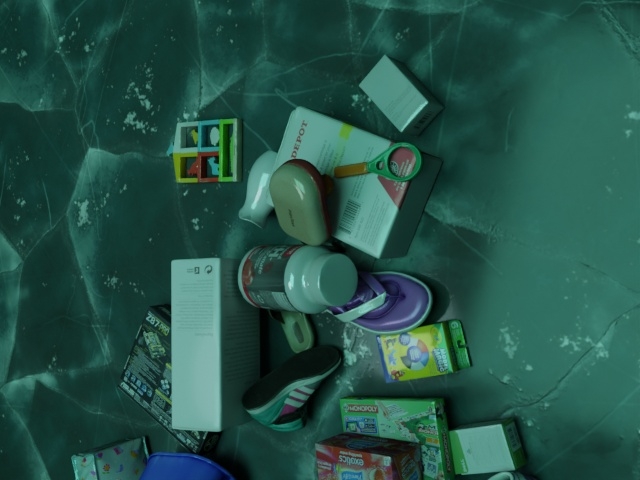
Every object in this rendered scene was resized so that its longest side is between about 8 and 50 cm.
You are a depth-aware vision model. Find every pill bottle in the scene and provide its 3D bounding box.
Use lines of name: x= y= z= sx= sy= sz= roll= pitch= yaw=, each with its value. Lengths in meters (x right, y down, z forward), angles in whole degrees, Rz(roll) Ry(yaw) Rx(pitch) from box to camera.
pill bottle: x=-0.058 y=0.098 z=1.806 sx=0.318 sy=0.176 sz=0.176 roll=-1 pitch=91 yaw=49

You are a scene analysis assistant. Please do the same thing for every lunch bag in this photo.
lunch bag: x=-0.668 y=0.800 z=2.288 sx=0.160 sy=0.223 sz=0.262 roll=-16 pitch=84 yaw=38

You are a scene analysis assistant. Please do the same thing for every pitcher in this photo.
pitcher: x=-0.159 y=-0.149 z=2.002 sx=0.125 sy=0.178 sz=0.207 roll=25 pitch=92 yaw=-15

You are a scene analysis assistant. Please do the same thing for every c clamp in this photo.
c clamp: x=0.000 y=0.000 z=1.896 sx=0.160 sy=0.137 sz=0.022 roll=5 pitch=71 yaw=38

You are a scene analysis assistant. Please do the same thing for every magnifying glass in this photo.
magnifying glass: x=0.137 y=-0.178 z=1.675 sx=0.231 sy=0.026 sz=0.092 roll=-6 pitch=87 yaw=29

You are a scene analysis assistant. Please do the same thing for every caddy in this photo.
caddy: x=-0.400 y=0.749 z=2.120 sx=0.341 sy=0.179 sz=0.241 roll=-8 pitch=124 yaw=32

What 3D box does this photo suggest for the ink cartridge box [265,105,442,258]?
ink cartridge box: x=0.078 y=-0.156 z=1.818 sx=0.384 sy=0.160 sz=0.279 roll=27 pitch=105 yaw=28

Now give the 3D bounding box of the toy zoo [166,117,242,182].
toy zoo: x=-0.365 y=-0.276 z=2.180 sx=0.293 sy=0.030 sz=0.192 roll=2 pitch=92 yaw=33

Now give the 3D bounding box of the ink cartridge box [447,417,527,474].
ink cartridge box: x=0.379 y=0.500 z=1.689 sx=0.209 sy=0.062 sz=0.109 roll=-23 pitch=79 yaw=41

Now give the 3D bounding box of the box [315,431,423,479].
box: x=0.120 y=0.569 z=1.749 sx=0.256 sy=0.122 sz=0.128 roll=-5 pitch=90 yaw=44

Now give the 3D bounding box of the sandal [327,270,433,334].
sandal: x=0.091 y=0.146 z=1.829 sx=0.416 sy=0.102 sz=0.169 roll=8 pitch=82 yaw=36

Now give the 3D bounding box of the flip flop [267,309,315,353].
flip flop: x=-0.105 y=0.196 z=1.990 sx=0.112 sy=0.080 sz=0.277 roll=-34 pitch=70 yaw=29

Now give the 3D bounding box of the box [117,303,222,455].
box: x=-0.444 y=0.435 z=2.209 sx=0.395 sy=0.097 sz=0.318 roll=31 pitch=109 yaw=28

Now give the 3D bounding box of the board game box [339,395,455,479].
board game box: x=0.189 y=0.511 z=1.796 sx=0.317 sy=0.046 sz=0.214 roll=-10 pitch=84 yaw=44

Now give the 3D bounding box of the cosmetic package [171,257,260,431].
cosmetic package: x=-0.286 y=0.279 z=1.941 sx=0.161 sy=0.230 sz=0.453 roll=-3 pitch=85 yaw=23

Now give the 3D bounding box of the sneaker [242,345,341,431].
sneaker: x=-0.055 y=0.429 z=1.946 sx=0.295 sy=0.178 sz=0.124 roll=-29 pitch=41 yaw=-7

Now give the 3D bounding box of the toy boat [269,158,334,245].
toy boat: x=-0.025 y=-0.109 z=1.710 sx=0.151 sy=0.151 sz=0.231 roll=25 pitch=148 yaw=29

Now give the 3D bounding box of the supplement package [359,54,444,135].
supplement package: x=0.204 y=-0.364 z=1.764 sx=0.105 sy=0.105 sz=0.179 roll=-47 pitch=68 yaw=26

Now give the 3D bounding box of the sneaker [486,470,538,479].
sneaker: x=0.380 y=0.648 z=1.610 sx=0.102 sy=0.161 sz=0.282 roll=33 pitch=94 yaw=51

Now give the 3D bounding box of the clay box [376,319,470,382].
clay box: x=0.258 y=0.282 z=1.775 sx=0.222 sy=0.053 sz=0.127 roll=-17 pitch=81 yaw=33
